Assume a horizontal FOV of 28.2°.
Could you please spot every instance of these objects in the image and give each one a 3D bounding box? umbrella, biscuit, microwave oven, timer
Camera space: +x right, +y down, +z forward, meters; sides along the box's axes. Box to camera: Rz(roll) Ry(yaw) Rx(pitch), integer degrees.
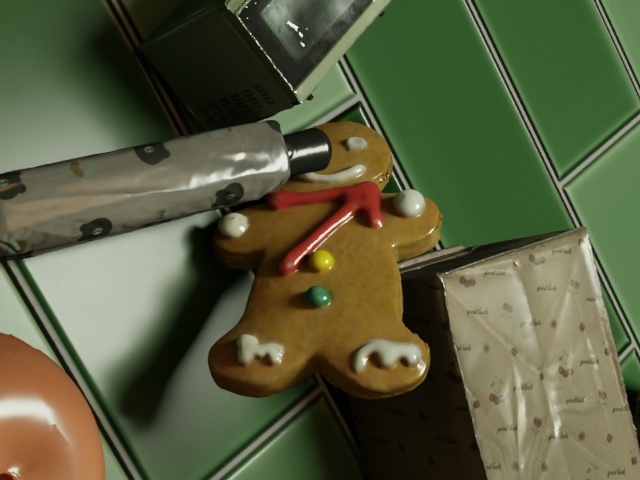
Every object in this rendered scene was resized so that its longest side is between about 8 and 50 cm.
[{"bbox_3d":[-0.139,-0.051,1.108,0.337,0.067,0.073,-15,94,-29],"label":"umbrella"},{"bbox_3d":[0.000,0.000,1.154,0.047,0.216,0.339,78,16,-45],"label":"biscuit"},{"bbox_3d":[-0.038,-0.209,1.193,0.129,0.163,0.205,50,55,-19],"label":"microwave oven"},{"bbox_3d":[-0.272,0.170,0.899,0.230,0.215,0.229,6,81,-43],"label":"timer"}]

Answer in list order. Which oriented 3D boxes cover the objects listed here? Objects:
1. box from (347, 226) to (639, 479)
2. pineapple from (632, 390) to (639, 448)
[{"bbox_3d":[0.165,0.154,1.269,0.225,0.190,0.297,-15,90,-38],"label":"box"},{"bbox_3d":[0.425,0.336,1.448,0.223,0.223,0.357,31,74,-31],"label":"pineapple"}]
